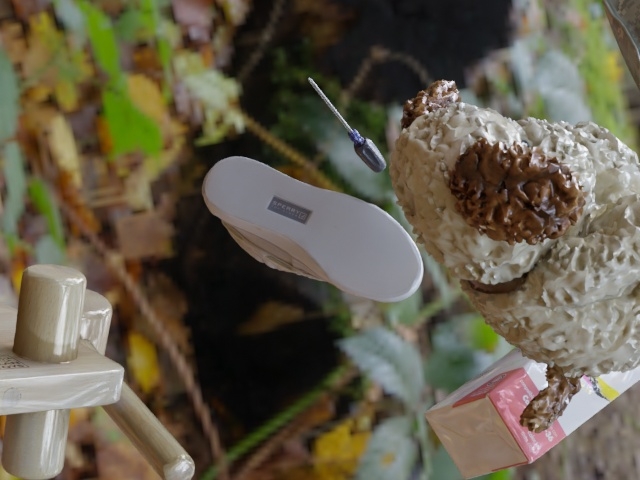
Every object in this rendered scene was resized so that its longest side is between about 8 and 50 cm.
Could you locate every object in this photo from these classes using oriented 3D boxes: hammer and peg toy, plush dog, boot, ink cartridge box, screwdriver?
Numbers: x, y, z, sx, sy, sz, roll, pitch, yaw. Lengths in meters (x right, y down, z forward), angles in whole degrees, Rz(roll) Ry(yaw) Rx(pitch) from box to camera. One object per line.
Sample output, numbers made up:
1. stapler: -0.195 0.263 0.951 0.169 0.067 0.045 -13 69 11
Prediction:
1. hammer and peg toy: -0.239 0.053 1.047 0.361 0.266 0.127 -1 105 -41
2. plush dog: 0.138 -0.008 1.194 0.225 0.210 0.262 39 0 -24
3. boot: 0.000 0.000 1.852 0.095 0.258 0.123 -56 160 -11
4. ink cartridge box: 0.193 0.105 1.397 0.067 0.198 0.115 57 -26 -1
5. screwdriver: 0.028 -0.138 2.067 0.170 0.024 0.025 49 6 -35

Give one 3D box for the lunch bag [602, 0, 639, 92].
1. lunch bag: 0.403 -0.121 1.655 0.235 0.169 0.287 50 17 -40
